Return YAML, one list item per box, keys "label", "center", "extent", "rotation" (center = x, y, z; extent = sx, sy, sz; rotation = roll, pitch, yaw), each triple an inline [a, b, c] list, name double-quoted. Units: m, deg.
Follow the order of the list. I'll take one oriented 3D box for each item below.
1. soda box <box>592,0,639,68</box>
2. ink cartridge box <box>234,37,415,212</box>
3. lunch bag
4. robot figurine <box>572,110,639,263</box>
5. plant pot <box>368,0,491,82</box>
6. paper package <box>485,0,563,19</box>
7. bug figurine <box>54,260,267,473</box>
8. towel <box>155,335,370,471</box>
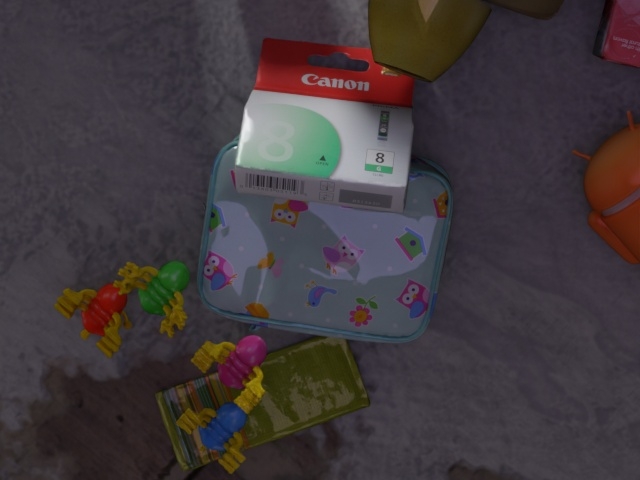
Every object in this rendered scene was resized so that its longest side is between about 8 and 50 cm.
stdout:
- label: "soda box"
  center: [0.435, -0.213, 1.820]
  extent: [0.263, 0.083, 0.092]
  rotation: [13, 101, 0]
- label: "ink cartridge box"
  center: [0.012, -0.140, 1.801]
  extent: [0.181, 0.056, 0.224]
  rotation: [7, 57, 1]
- label: "lunch bag"
  center: [0.000, 0.000, 1.873]
  extent: [0.279, 0.108, 0.224]
  rotation: [9, 105, 2]
- label: "robot figurine"
  center: [0.377, -0.040, 1.833]
  extent: [0.128, 0.158, 0.219]
  rotation: [-43, 96, -7]
- label: "plant pot"
  center: [0.104, -0.225, 1.802]
  extent: [0.134, 0.134, 0.095]
  rotation: [20, 92, -1]
- label: "paper package"
  center: [0.152, -0.423, 1.720]
  extent: [0.325, 0.168, 0.309]
  rotation: [20, 85, 0]
- label: "bug figurine"
  center: [-0.156, 0.123, 1.870]
  extent: [0.279, 0.072, 0.216]
  rotation: [45, 140, -1]
- label: "towel"
  center: [-0.068, 0.187, 1.956]
  extent: [0.237, 0.021, 0.102]
  rotation: [-20, 100, 7]
